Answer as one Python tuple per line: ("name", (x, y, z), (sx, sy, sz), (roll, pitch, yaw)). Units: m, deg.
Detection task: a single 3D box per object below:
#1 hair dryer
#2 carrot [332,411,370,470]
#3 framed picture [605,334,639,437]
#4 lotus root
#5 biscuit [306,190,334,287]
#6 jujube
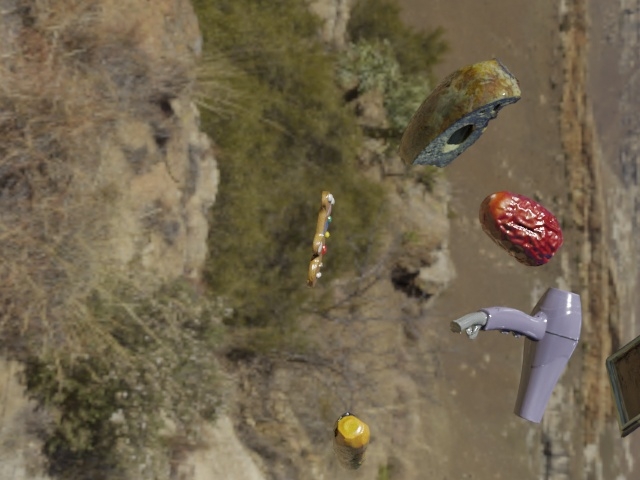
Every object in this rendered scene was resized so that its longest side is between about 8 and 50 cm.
("hair dryer", (0.408, 0.227, 1.848), (0.361, 0.121, 0.301), (17, 90, -33))
("carrot", (0.066, 0.428, 1.820), (0.173, 0.082, 0.082), (82, 18, -57))
("framed picture", (0.554, 0.200, 1.397), (0.014, 0.197, 0.252), (45, 22, -5))
("lotus root", (0.297, -0.299, 1.977), (0.142, 0.314, 0.210), (16, 32, -39))
("biscuit", (0.001, 0.000, 1.796), (0.138, 0.031, 0.205), (44, 58, -87))
("jujube", (0.391, -0.027, 1.667), (0.176, 0.109, 0.112), (35, 51, -15))
